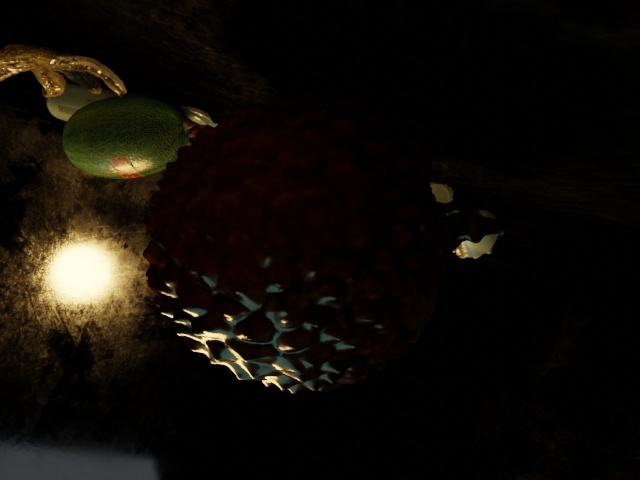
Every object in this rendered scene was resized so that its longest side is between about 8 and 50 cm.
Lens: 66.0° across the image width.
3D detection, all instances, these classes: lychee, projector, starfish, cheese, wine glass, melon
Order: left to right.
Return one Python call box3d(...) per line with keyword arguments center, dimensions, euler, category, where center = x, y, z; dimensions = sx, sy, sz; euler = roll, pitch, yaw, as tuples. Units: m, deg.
box3d(center=(-0.543, -0.337, 0.989), dimensions=(0.327, 0.094, 0.375), euler=(4, -171, 19), category="starfish")
box3d(center=(-0.578, -0.342, 1.277), dimensions=(0.338, 0.108, 0.108), euler=(19, 179, 34), category="projector")
box3d(center=(-0.415, -0.228, 1.083), dimensions=(0.288, 0.182, 0.182), euler=(-8, 175, 7), category="melon")
box3d(center=(-0.267, -0.276, 1.117), dimensions=(0.067, 0.026, 0.121), euler=(20, 179, 35), category="cheese")
box3d(center=(0.000, 0.000, 0.707), dimensions=(0.500, 0.424, 0.424), euler=(-5, 176, 6), category="lychee")
box3d(center=(0.281, -0.044, 1.028), dimensions=(0.183, 0.122, 0.122), euler=(28, 174, -41), category="wine glass")

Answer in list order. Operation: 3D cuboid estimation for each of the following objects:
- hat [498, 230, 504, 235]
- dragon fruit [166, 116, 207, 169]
box3d(center=(0.423, -0.016, 1.301), dimensions=(0.121, 0.050, 0.121), euler=(18, -178, -1), category="hat")
box3d(center=(-0.345, -0.236, 1.262), dimensions=(0.166, 0.160, 0.172), euler=(63, 164, -12), category="dragon fruit")
